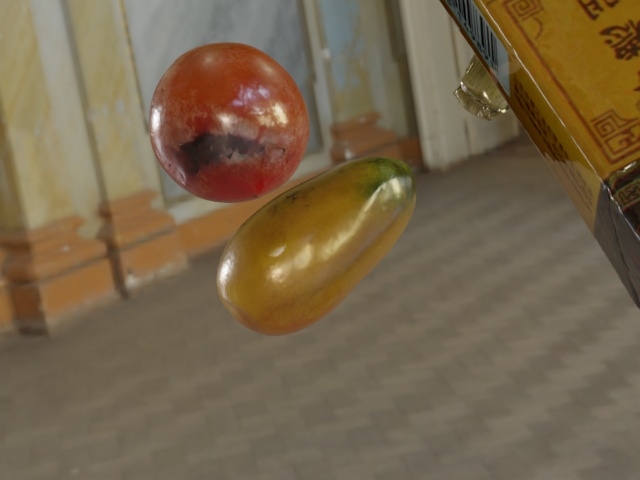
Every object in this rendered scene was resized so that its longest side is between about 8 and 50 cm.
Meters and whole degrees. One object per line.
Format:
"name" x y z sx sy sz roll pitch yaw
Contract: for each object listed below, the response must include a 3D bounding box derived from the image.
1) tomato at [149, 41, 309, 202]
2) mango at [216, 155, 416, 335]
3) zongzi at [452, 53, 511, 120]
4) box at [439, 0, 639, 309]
"tomato" -0.119 -0.146 1.698 0.208 0.208 0.184 -10 40 -3
"mango" -0.002 0.002 1.282 0.221 0.120 0.151 -38 -2 -15
"zongzi" 0.215 -0.214 1.330 0.160 0.078 0.176 -49 -8 -32
"box" 0.251 -0.142 0.862 0.264 0.415 0.116 -27 -22 -3
